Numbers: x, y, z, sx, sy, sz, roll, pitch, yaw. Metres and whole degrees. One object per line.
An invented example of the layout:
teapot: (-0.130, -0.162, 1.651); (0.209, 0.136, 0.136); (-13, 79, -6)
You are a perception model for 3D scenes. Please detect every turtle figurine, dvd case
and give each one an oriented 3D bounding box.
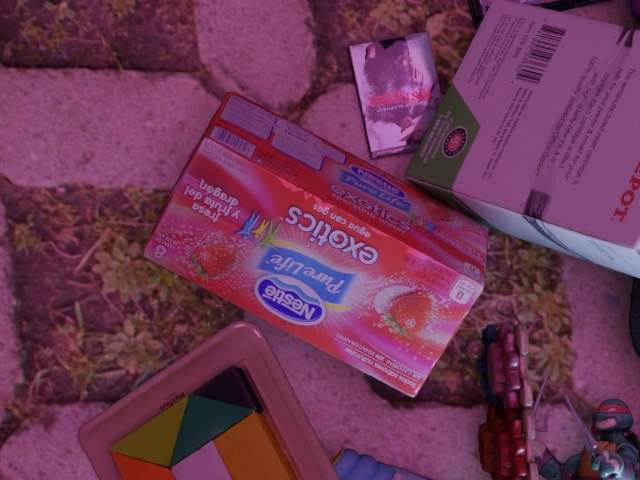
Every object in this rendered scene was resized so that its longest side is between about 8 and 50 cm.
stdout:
turtle figurine: (0.268, 0.238, 1.893); (0.118, 0.175, 0.234); (10, 76, -18)
dvd case: (0.081, -0.149, 1.974); (0.087, 0.013, 0.119); (-10, 88, -8)

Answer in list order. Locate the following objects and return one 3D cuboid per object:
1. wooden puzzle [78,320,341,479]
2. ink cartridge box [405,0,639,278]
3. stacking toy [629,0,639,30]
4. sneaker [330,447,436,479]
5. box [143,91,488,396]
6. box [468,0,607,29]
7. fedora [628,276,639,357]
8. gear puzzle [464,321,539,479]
wooden puzzle: (-0.103, 0.228, 1.838); (0.221, 0.044, 0.238); (-35, 72, 14)
ink cartridge box: (0.258, -0.095, 1.855); (0.121, 0.289, 0.211); (36, 79, -47)
stacking toy: (0.347, -0.355, 1.936); (0.141, 0.141, 0.330); (-12, 77, -8)
sneaker: (0.006, 0.351, 1.875); (0.208, 0.127, 0.319); (26, 78, -3)
box: (0.000, 0.000, 1.863); (0.300, 0.154, 0.142); (28, 113, -5)
box: (0.221, -0.344, 1.988); (0.175, 0.051, 0.220); (-14, 88, -9)
fedora: (0.404, 0.030, 1.909); (0.152, 0.334, 0.334); (20, 82, 25)
gear puzzle: (0.178, 0.250, 1.876); (0.044, 0.175, 0.339); (-4, 87, -5)
